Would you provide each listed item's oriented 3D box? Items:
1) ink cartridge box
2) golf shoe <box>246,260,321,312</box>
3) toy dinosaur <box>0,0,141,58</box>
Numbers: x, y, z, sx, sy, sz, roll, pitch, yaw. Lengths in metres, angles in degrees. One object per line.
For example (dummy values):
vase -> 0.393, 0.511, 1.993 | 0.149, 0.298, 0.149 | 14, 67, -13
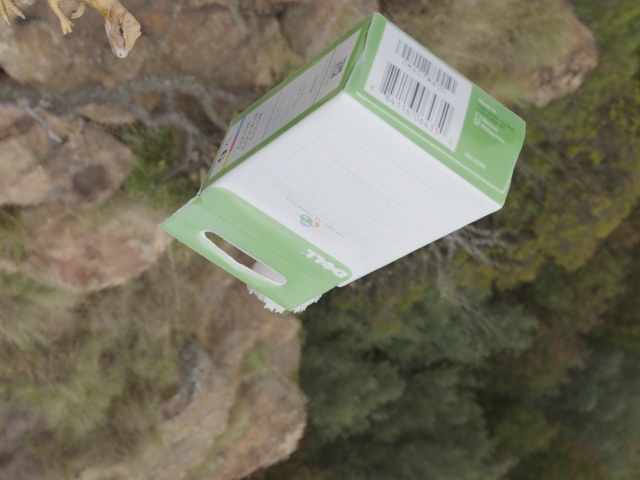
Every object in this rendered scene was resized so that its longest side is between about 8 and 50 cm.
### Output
ink cartridge box -> 0.005, -0.036, 0.684 | 0.109, 0.062, 0.209 | 33, 146, -20
golf shoe -> 0.000, 0.000, 1.086 | 0.176, 0.069, 0.086 | -37, 161, -47
toy dinosaur -> -0.218, -0.219, 0.870 | 0.211, 0.112, 0.064 | 39, 60, -23
